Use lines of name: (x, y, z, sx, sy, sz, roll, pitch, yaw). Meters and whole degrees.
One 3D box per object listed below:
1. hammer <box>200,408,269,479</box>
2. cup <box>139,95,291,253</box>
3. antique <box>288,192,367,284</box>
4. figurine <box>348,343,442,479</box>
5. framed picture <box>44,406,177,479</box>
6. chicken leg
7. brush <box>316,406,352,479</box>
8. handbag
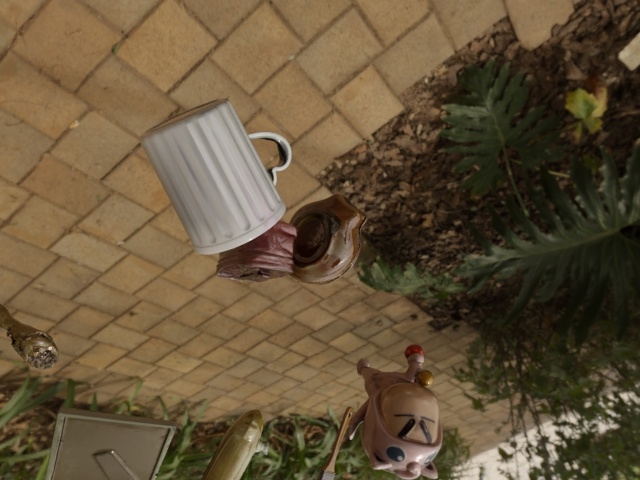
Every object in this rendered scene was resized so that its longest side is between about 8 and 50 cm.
hammer: (-0.154, 0.356, 0.594, 0.113, 0.202, 0.305, 30, 95, 0)
cup: (-0.162, -0.117, 0.721, 0.167, 0.221, 0.201, -12, 117, 24)
antique: (0.000, 0.000, 1.239, 0.278, 0.223, 0.129, -46, 154, 15)
figurine: (0.153, 0.329, 0.904, 0.176, 0.287, 0.186, 14, 119, -3)
framed picture: (-0.501, 0.519, 1.035, 0.248, 0.022, 0.334, 15, 118, -19)
chicken leg: (-0.671, 0.209, 0.993, 0.198, 0.069, 0.085, 44, 156, -3)
brush: (0.021, 0.360, 0.733, 0.014, 0.169, 0.043, 8, 154, 35)
handbag: (-0.154, 0.029, 1.052, 0.147, 0.135, 0.225, 16, 160, -33)
